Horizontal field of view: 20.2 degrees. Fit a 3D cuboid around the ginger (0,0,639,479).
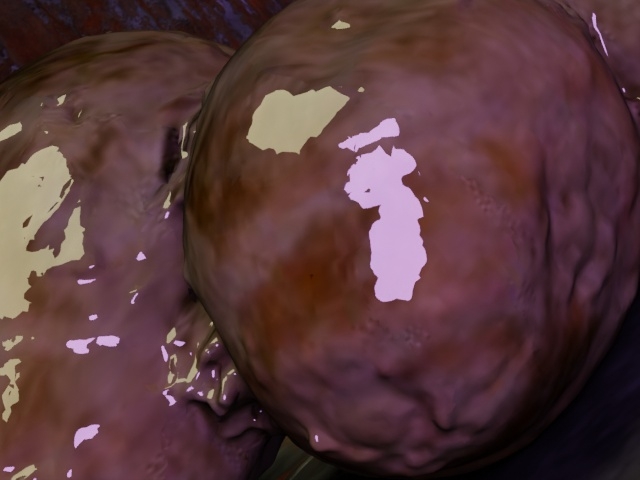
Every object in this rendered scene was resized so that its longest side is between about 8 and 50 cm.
[{"bbox_3d":[0.000,0.000,0.567,0.304,0.155,0.244,-15,25,27],"label":"ginger"}]
